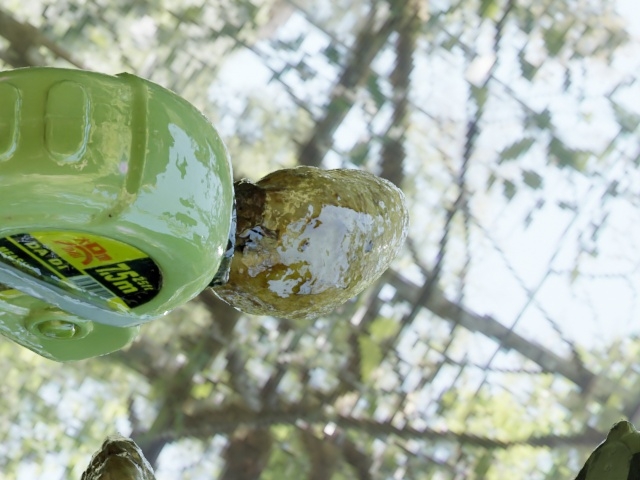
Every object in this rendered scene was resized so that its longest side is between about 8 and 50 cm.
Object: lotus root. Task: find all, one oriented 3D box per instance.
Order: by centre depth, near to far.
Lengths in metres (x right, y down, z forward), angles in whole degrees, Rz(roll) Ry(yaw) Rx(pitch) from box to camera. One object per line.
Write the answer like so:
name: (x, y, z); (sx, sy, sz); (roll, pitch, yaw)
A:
lotus root: (0.000, 0.000, 1.068); (0.110, 0.097, 0.258); (-33, 171, 23)

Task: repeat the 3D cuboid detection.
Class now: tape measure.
tape measure: (-0.112, -0.016, 0.681); (0.154, 0.177, 0.087); (-13, -117, 27)

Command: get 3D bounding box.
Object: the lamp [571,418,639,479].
lamp: (0.344, 0.257, 1.389); (0.198, 0.244, 0.198); (-48, -152, 37)

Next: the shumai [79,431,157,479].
shumai: (-0.106, 0.171, 0.847); (0.139, 0.105, 0.123); (15, -97, 50)
